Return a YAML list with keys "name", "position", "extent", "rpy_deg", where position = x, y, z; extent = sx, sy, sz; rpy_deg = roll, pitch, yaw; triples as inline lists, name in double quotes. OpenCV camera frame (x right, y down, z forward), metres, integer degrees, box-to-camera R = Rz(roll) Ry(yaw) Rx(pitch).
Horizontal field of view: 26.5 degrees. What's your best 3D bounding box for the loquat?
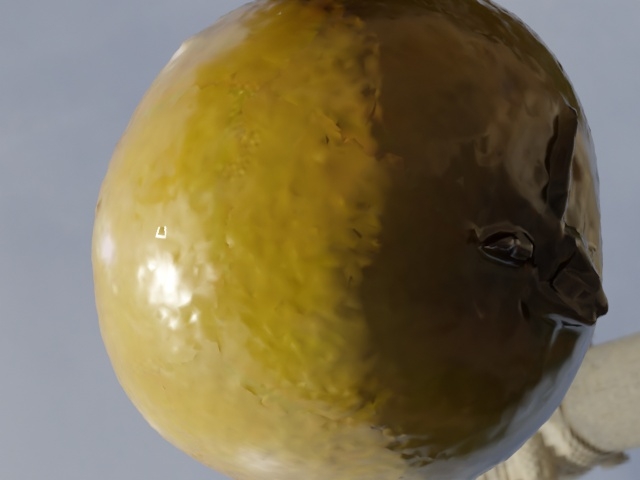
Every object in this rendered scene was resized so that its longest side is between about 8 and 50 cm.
- name: "loquat"
  position: [0.000, 0.000, 0.839]
  extent: [0.328, 0.359, 0.328]
  rpy_deg: [-11, -75, -51]
